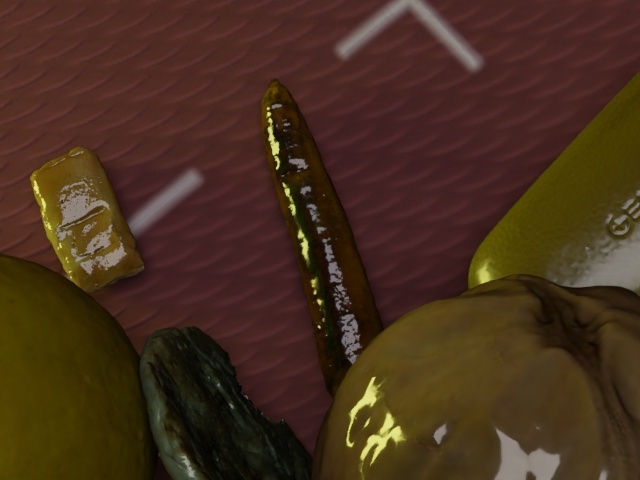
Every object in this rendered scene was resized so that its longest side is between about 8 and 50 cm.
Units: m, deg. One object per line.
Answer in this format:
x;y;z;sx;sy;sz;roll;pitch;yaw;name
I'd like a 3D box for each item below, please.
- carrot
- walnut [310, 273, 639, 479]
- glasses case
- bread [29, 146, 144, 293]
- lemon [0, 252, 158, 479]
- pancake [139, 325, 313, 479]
0.000;0.000;1.685;0.066;0.066;0.314;-16;78;-2;carrot
0.174;0.210;1.462;0.384;0.383;0.383;0;82;1;walnut
0.297;-0.039;1.636;0.173;0.141;0.371;42;85;12;glasses case
-0.215;-0.017;1.689;0.074;0.053;0.132;-22;80;-2;bread
-0.302;0.169;1.526;0.348;0.348;0.348;0;82;1;lemon
-0.074;0.178;1.562;0.037;0.253;0.253;-34;82;17;pancake
